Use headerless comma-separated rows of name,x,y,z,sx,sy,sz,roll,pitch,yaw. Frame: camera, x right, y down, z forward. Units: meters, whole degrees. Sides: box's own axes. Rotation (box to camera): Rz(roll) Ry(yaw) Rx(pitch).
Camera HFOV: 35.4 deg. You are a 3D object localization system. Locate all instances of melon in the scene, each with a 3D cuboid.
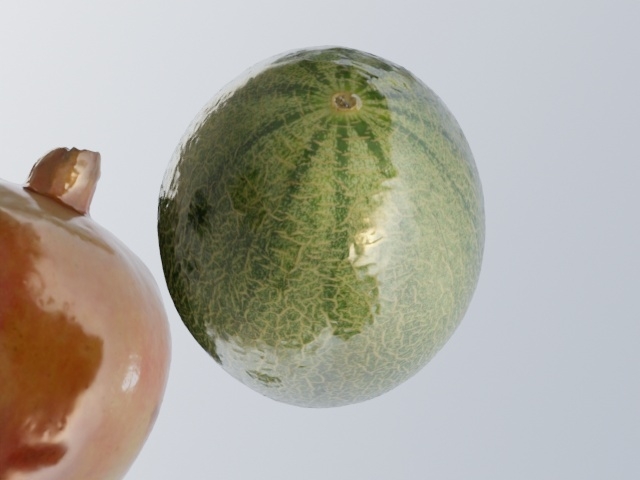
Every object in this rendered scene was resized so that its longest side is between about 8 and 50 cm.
melon,0.000,0.000,0.428,0.192,0.139,0.139,97,-19,-60

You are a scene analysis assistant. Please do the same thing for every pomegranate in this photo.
pomegranate,-0.218,0.060,0.655,0.251,0.229,0.271,18,-95,3
